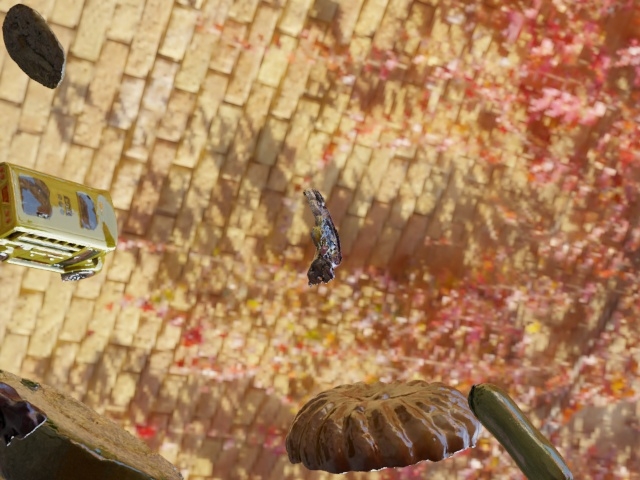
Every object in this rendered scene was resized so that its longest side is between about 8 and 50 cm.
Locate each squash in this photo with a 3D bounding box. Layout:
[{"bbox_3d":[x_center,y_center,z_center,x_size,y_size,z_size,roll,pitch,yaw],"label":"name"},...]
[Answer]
[{"bbox_3d":[0.242,0.240,1.259,0.183,0.052,0.052,50,-56,31],"label":"squash"}]

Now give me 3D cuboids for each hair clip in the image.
[{"bbox_3d":[0.001,0.000,1.723,0.172,0.049,0.116,-89,165,-46],"label":"hair clip"}]

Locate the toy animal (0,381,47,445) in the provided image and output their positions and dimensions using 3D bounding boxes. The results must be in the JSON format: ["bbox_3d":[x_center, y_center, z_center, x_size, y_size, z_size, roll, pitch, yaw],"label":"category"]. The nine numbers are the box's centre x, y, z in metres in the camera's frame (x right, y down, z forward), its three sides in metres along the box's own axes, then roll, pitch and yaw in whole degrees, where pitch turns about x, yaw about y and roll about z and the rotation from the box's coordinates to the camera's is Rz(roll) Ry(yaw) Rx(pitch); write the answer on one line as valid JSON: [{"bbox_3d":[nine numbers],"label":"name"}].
[{"bbox_3d":[-0.451,0.116,1.191,0.090,0.324,0.195,-46,168,-28],"label":"toy animal"}]

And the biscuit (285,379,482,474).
[{"bbox_3d":[0.100,0.294,1.725,0.325,0.325,0.107,1,-79,60],"label":"biscuit"}]

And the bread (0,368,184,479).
[{"bbox_3d":[-0.385,0.337,1.665,0.129,0.382,0.366,-59,-169,-6],"label":"bread"}]

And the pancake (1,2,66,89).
[{"bbox_3d":[-0.333,-0.224,1.229,0.108,0.017,0.108,28,-42,28],"label":"pancake"}]

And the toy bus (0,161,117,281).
[{"bbox_3d":[-0.450,-0.032,1.751,0.152,0.330,0.144,-19,-106,22],"label":"toy bus"}]
